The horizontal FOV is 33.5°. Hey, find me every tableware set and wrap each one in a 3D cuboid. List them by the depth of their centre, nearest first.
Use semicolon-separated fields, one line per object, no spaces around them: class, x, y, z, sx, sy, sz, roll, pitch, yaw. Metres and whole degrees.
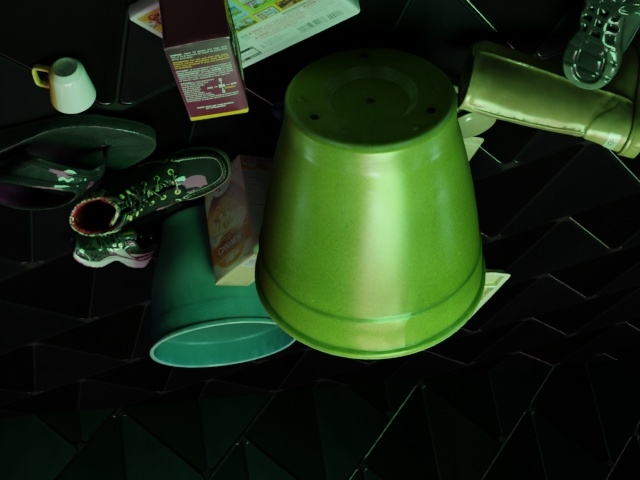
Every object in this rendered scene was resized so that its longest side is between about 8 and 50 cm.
tableware set;0.211;-0.210;1.727;0.128;0.039;0.194;-31;154;32

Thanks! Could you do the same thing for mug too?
mug;-0.349;-0.214;1.447;0.078;0.062;0.064;-13;152;-9

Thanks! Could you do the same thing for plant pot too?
plant pot;0.073;-0.077;1.568;0.367;0.366;0.353;-7;136;-5
plant pot;-0.197;0.077;1.991;0.272;0.255;0.271;-9;159;-3

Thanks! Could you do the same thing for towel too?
towel;-0.026;-0.192;1.682;0.067;0.029;0.119;-16;159;19

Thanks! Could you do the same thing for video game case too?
video game case;-0.096;-0.300;1.378;0.227;0.026;0.206;-20;157;28

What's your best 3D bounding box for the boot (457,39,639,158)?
boot;0.346;-0.246;1.567;0.270;0.236;0.089;16;137;-4

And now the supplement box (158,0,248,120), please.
supplement box;-0.145;-0.241;1.328;0.081;0.104;0.188;-9;159;0

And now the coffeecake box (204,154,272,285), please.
coffeecake box;-0.133;-0.033;1.829;0.068;0.185;0.142;4;155;-33

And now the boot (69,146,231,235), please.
boot;-0.269;-0.074;1.690;0.237;0.085;0.178;-12;-162;15

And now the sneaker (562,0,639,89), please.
sneaker;0.398;-0.332;1.433;0.101;0.106;0.267;28;140;9

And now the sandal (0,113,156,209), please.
sandal;-0.468;-0.097;1.626;0.446;0.107;0.167;-9;160;-4

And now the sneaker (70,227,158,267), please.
sneaker;-0.384;0.002;2.003;0.178;0.072;0.077;1;146;-46

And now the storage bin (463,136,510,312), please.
storage bin;0.228;-0.018;1.919;0.123;0.262;0.260;-2;158;-12
